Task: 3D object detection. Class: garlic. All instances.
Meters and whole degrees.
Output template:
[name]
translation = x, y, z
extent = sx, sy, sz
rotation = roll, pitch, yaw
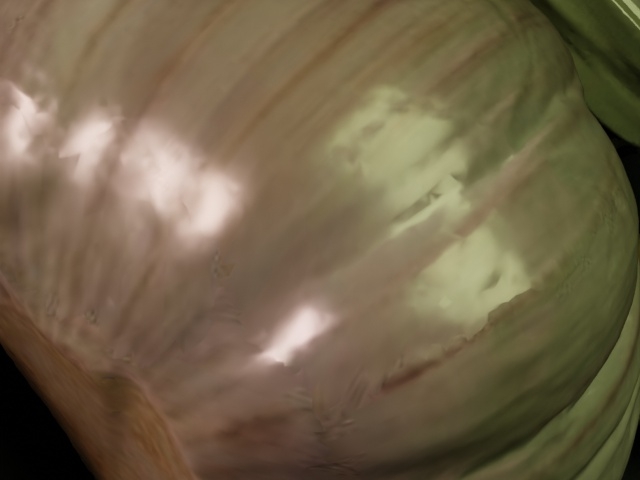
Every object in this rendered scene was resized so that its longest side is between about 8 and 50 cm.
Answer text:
[garlic]
translation = 0.000, 0.000, 0.644
extent = 0.259, 0.317, 0.317
rotation = -36, 91, -33

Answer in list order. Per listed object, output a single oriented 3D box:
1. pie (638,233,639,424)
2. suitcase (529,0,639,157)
[pie]
translation = 0.129, 0.025, 0.876
extent = 0.282, 0.068, 0.128
rotation = 29, 53, -20
[suitcase]
translation = 0.125, -0.173, 0.852
extent = 0.339, 0.194, 0.351
rotation = 46, 26, -8
